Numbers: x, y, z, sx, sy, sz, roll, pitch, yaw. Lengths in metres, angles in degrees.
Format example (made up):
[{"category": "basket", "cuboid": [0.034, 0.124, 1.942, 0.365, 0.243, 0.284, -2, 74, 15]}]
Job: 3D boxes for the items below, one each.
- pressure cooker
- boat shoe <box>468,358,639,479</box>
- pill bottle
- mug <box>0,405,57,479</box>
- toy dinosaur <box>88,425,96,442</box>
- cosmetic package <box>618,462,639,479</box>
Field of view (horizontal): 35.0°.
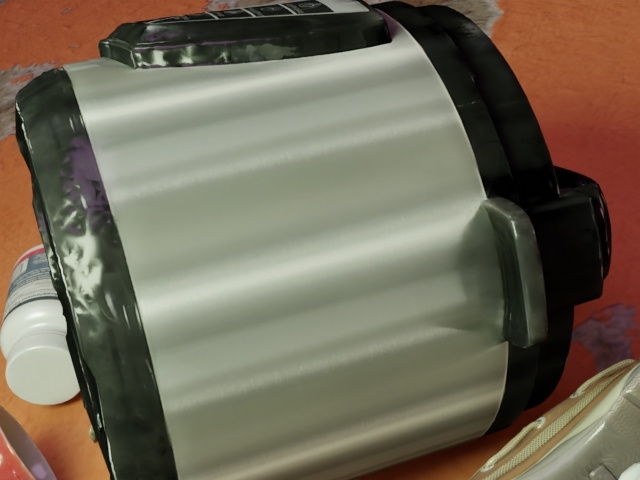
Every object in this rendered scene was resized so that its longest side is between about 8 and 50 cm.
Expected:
[{"category": "pressure cooker", "cuboid": [0.001, 0.005, 0.810, 0.420, 0.375, 0.370, -14, 57, -14]}, {"category": "boat shoe", "cuboid": [0.164, 0.193, 0.720, 0.324, 0.123, 0.116, -35, 1, -2]}, {"category": "pill bottle", "cuboid": [-0.296, 0.093, 1.124, 0.108, 0.108, 0.180, -21, 34, 5]}, {"category": "mug", "cuboid": [-0.335, 0.253, 0.930, 0.169, 0.113, 0.150, -35, 33, -10]}, {"category": "toy dinosaur", "cuboid": [-0.197, 0.073, 1.081, 0.064, 0.118, 0.268, -11, 34, 36]}, {"category": "cosmetic package", "cuboid": [0.224, 0.318, 0.238, 0.327, 0.393, 0.329, 2, 42, 34]}]
